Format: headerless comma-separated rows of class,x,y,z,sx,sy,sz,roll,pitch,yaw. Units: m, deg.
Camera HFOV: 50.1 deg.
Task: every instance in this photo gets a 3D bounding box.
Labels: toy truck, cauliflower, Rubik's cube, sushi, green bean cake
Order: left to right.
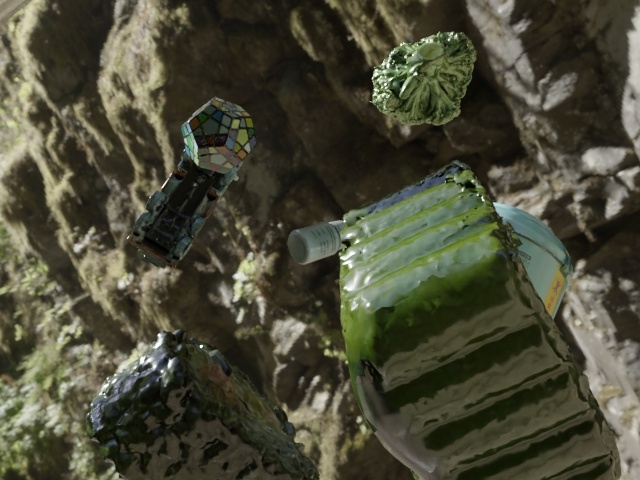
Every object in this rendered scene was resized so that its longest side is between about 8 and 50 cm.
toy truck,-0.307,-0.095,1.618,0.338,0.133,0.184,-59,3,-15
sushi,-0.167,0.294,1.041,0.178,0.352,0.294,-42,21,1
Rubik's cube,-0.177,-0.183,1.195,0.133,0.133,0.111,-21,-37,-58
cauliflower,0.275,-0.450,1.846,0.273,0.275,0.250,9,-11,8
green bean cake,0.144,0.109,0.742,0.218,0.319,0.335,-27,15,10

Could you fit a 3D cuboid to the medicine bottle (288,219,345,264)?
medicine bottle,0.000,0.000,1.525,0.130,0.080,0.080,-19,-8,-36

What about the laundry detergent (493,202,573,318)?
laundry detergent,0.305,0.100,1.300,0.305,0.287,0.287,-61,7,-18

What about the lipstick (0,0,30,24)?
lipstick,-0.344,-0.270,0.701,0.327,0.087,0.087,-35,-4,5
